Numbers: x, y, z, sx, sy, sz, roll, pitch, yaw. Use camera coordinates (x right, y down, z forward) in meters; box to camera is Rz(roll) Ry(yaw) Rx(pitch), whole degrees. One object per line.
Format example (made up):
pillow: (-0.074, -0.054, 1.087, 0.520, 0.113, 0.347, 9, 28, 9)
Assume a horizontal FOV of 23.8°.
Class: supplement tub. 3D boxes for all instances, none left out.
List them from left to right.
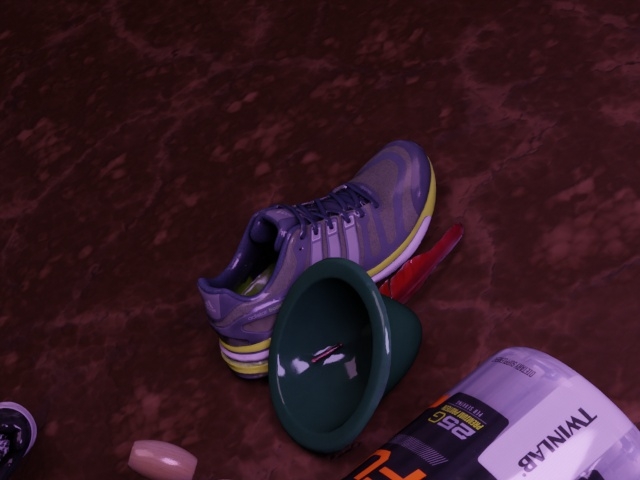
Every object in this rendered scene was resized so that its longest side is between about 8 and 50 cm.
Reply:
supplement tub: (0.086, 0.253, 1.130, 0.338, 0.207, 0.207, -38, 41, -17)

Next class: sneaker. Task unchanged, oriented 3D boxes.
sneaker: (-0.376, 0.246, 1.499, 0.234, 0.078, 0.106, -41, 6, -16)
sneaker: (0.000, 0.000, 1.512, 0.111, 0.121, 0.300, 26, 66, 43)

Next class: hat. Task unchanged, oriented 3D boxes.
hat: (0.076, 0.102, 1.446, 0.173, 0.183, 0.208, 43, 117, 45)

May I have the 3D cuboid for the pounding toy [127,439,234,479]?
pounding toy: (-0.106, 0.306, 1.318, 0.154, 0.155, 0.269, 6, 57, -2)
